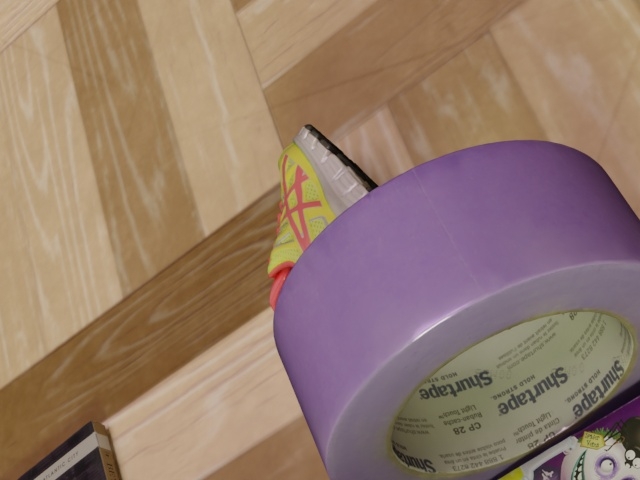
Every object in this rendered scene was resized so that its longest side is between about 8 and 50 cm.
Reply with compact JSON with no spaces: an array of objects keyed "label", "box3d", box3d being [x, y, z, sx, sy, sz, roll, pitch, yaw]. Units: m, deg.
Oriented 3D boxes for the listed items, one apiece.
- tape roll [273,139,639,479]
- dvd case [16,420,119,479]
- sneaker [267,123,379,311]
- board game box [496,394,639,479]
[{"label":"tape roll","box3d":[0.078,0.046,0.584,0.189,0.189,0.080,-39,51,18]},{"label":"dvd case","box3d":[-0.180,0.257,0.807,0.164,0.018,0.221,-39,52,20]},{"label":"sneaker","box3d":[0.000,0.000,0.703,0.094,0.081,0.208,-47,22,7]},{"label":"board game box","box3d":[0.216,0.211,0.497,0.208,0.056,0.346,-34,52,17]}]
